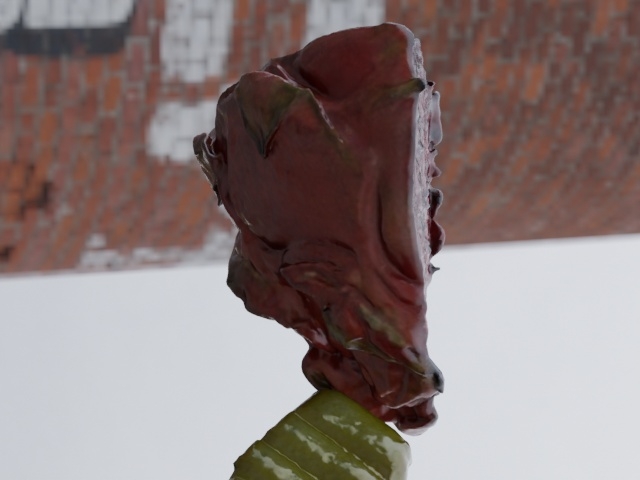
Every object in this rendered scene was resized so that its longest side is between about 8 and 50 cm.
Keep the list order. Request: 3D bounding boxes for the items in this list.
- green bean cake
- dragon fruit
[{"bbox_3d":[-0.022,0.266,1.521,0.124,0.233,0.236,31,-41,20],"label":"green bean cake"},{"bbox_3d":[-0.010,0.000,1.587,0.286,0.227,0.329,60,29,-80],"label":"dragon fruit"}]
